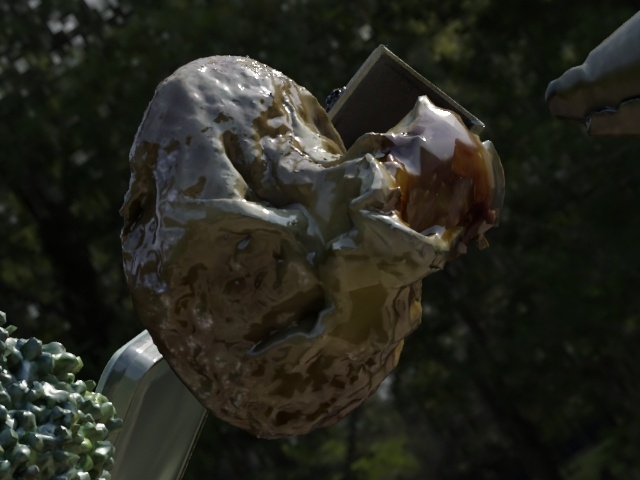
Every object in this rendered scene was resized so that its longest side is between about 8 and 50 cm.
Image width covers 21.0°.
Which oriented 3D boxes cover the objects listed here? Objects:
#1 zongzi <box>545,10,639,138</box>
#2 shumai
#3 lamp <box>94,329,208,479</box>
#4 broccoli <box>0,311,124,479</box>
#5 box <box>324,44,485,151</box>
[{"bbox_3d":[0.152,-0.043,0.353,0.176,0.078,0.160,-35,-38,15],"label":"zongzi"},{"bbox_3d":[0.000,0.000,0.897,0.153,0.209,0.161,-6,7,40],"label":"shumai"},{"bbox_3d":[-0.162,0.180,1.594,0.269,0.047,0.266,-67,-11,21],"label":"lamp"},{"bbox_3d":[-0.345,0.143,1.155,0.338,0.277,0.317,0,-28,-47],"label":"broccoli"},{"bbox_3d":[0.039,-0.060,1.006,0.079,0.083,0.035,-54,5,-7],"label":"box"}]
